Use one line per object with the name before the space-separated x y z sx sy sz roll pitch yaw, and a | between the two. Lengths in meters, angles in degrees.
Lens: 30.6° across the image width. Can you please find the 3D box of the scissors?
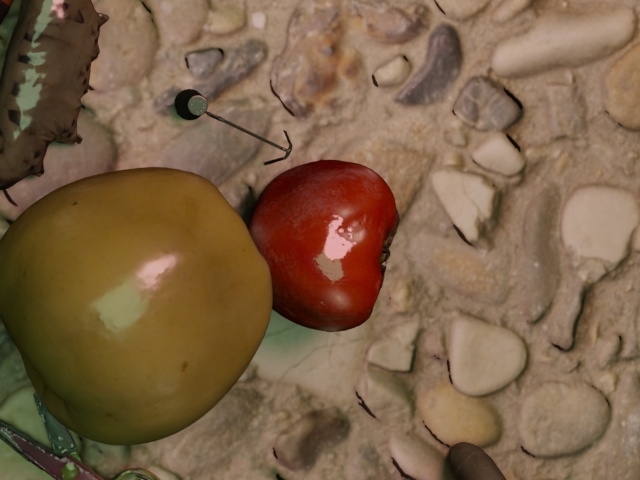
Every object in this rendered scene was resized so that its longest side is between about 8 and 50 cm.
scissors | -0.256 0.240 1.201 0.134 0.020 0.187 -36 107 -6

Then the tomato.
tomato | 0.000 0.000 1.179 0.151 0.187 0.187 20 90 2

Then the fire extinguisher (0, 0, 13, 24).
fire extinguisher | -0.285 -0.291 1.111 0.177 0.050 0.062 -62 153 -3

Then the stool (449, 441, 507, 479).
stool | 0.167 0.351 1.257 0.195 0.199 0.195 -32 104 -10

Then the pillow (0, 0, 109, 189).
pillow | -0.261 -0.160 1.131 0.093 0.051 0.241 9 101 -35

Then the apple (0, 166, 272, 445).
apple | -0.178 0.057 1.092 0.263 0.262 0.262 -2 97 -17

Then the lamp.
lamp | -0.089 -0.118 1.193 0.121 0.054 0.041 26 88 -18
